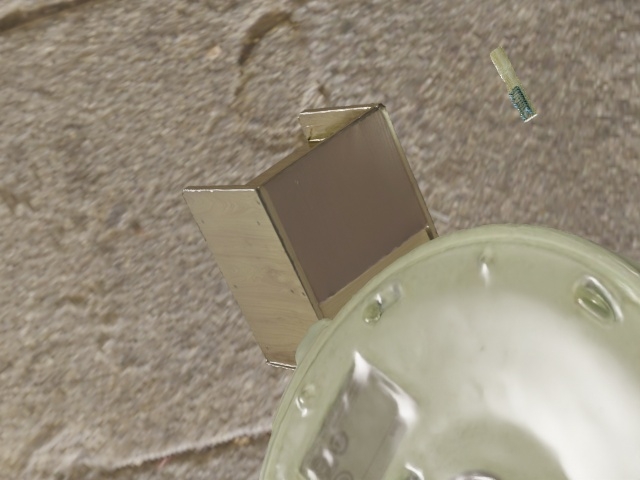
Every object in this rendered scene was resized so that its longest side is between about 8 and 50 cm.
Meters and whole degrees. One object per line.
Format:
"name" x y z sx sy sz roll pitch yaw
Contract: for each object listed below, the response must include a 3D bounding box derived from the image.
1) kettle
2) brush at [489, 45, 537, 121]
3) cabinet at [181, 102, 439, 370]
"kettle" 0.163 0.130 0.652 0.377 0.361 0.250 14 105 -38
"brush" 0.186 -0.153 1.344 0.016 0.013 0.083 -39 63 35
"cabinet" 0.000 0.000 1.391 0.148 0.175 0.215 3 123 54
